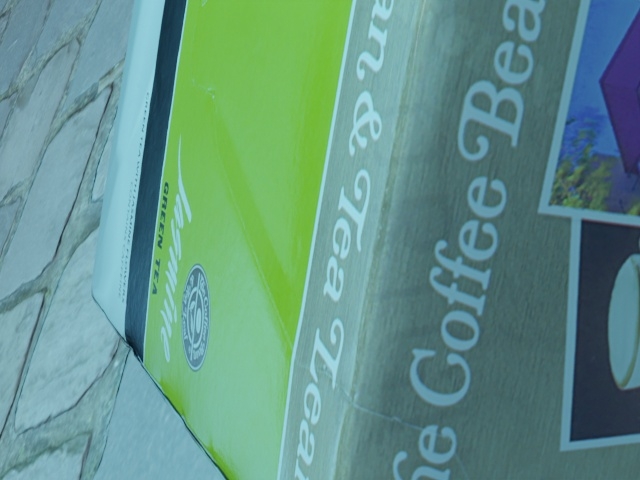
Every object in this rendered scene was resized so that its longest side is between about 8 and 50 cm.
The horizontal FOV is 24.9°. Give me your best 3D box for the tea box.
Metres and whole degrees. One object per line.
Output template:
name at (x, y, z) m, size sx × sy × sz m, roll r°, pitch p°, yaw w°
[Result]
tea box at (0.070, -0.083, 0.529) m, size 0.323 × 0.220 × 0.329 m, roll -142°, pitch 61°, yaw -67°
